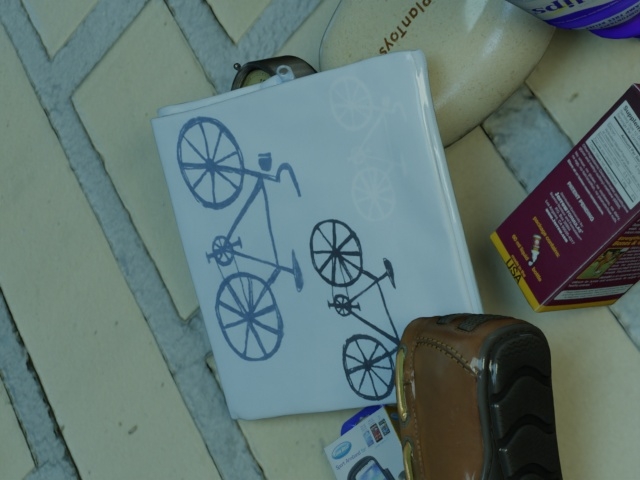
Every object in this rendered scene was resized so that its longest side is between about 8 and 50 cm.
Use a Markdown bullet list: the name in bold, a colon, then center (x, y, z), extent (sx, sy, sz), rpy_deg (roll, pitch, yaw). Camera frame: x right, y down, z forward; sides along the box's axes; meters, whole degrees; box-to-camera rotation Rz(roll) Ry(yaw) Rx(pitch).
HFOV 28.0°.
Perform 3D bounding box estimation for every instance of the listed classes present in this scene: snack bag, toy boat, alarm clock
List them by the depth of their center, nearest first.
- **toy boat**: center (0.090, -0.248, 1.171), extent (0.267, 0.148, 0.318), rpy_deg (-43, 67, 30)
- **snack bag**: center (0.000, 0.000, 1.174), extent (0.343, 0.037, 0.323), rpy_deg (-11, 95, 40)
- **alarm clock**: center (-0.024, -0.111, 1.241), extent (0.192, 0.064, 0.129), rpy_deg (25, 124, 57)

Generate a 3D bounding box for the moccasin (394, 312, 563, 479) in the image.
- **moccasin**: center (0.119, 0.249, 1.038), extent (0.147, 0.139, 0.380), rpy_deg (-3, 99, 48)

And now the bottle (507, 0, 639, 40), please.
- **bottle**: center (0.201, -0.215, 0.971), extent (0.118, 0.283, 0.092), rpy_deg (-21, 70, 33)

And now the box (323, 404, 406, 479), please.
- **box**: center (0.057, 0.217, 1.177), extent (0.081, 0.028, 0.136), rpy_deg (-40, 62, 26)

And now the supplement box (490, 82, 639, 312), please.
- **supplement box**: center (0.236, -0.031, 1.001), extent (0.188, 0.104, 0.081), rpy_deg (-51, 56, 38)
